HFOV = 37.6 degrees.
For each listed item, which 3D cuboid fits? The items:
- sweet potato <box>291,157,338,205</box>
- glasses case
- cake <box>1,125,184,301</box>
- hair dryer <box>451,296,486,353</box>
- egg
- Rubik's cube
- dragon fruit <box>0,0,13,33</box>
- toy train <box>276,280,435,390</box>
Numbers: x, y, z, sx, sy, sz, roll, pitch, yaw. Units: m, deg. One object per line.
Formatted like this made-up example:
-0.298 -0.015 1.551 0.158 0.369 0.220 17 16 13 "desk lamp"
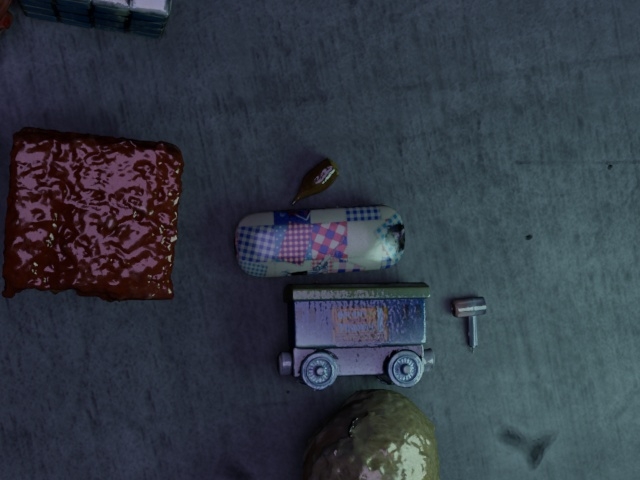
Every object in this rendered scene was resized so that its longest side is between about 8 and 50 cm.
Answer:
-0.012 -0.107 1.779 0.117 0.049 0.049 -44 100 -2 "sweet potato"
0.000 0.000 1.771 0.327 0.076 0.125 -3 92 -12 "glasses case"
-0.378 -0.047 1.574 0.269 0.319 0.270 5 97 -13 "cake"
0.295 0.170 1.862 0.063 0.037 0.114 -6 101 -9 "hair dryer"
0.094 0.429 1.724 0.279 0.279 0.310 36 72 -11 "egg"
-0.369 -0.499 1.581 0.256 0.259 0.253 7 90 -12 "Rubik's cube"
-0.654 -0.405 1.537 0.250 0.269 0.291 43 81 -1 "dragon fruit"
0.068 0.176 1.760 0.299 0.131 0.202 0 86 -12 "toy train"
